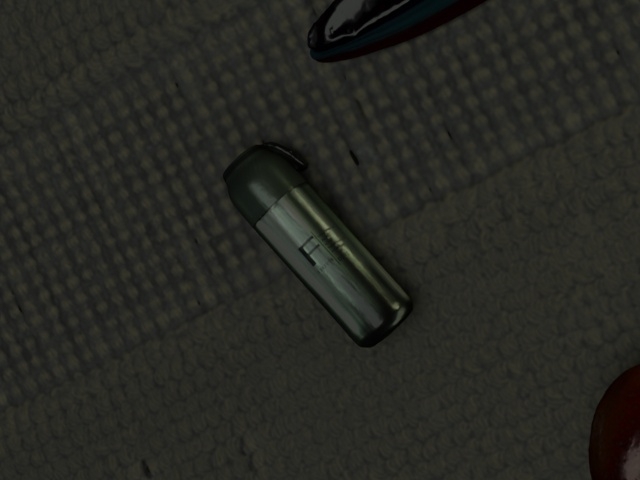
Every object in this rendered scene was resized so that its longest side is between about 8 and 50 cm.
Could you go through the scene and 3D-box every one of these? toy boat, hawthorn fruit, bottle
[{"bbox_3d":[0.132,-0.306,1.873,0.392,0.079,0.136,-36,84,19],"label":"toy boat"},{"bbox_3d":[0.353,0.195,1.822,0.169,0.169,0.188,3,84,20],"label":"hawthorn fruit"},{"bbox_3d":[0.000,0.000,1.967,0.096,0.079,0.253,-41,82,-14],"label":"bottle"}]
